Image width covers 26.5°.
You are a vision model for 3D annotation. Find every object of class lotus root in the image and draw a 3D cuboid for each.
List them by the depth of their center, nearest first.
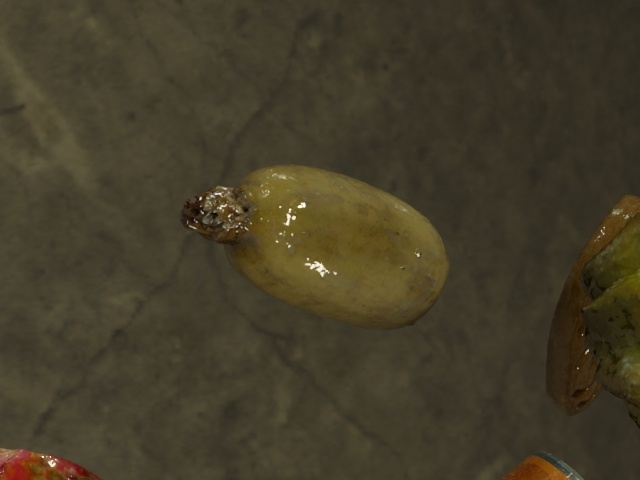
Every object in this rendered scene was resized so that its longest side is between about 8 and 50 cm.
[{"bbox_3d":[0.000,0.000,1.568,0.343,0.151,0.169,20,57,-31],"label":"lotus root"}]

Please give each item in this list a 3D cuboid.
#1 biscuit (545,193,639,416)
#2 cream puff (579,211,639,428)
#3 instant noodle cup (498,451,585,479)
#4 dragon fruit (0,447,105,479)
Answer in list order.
[{"bbox_3d":[0.431,0.091,2.007,0.314,0.063,0.367,-48,150,-26],"label":"biscuit"},{"bbox_3d":[0.324,0.071,1.151,0.244,0.196,0.244,49,15,-17],"label":"cream puff"},{"bbox_3d":[0.243,0.314,1.499,0.125,0.177,0.208,-42,154,-12],"label":"instant noodle cup"},{"bbox_3d":[-0.255,0.313,1.340,0.134,0.212,0.262,-100,175,-46],"label":"dragon fruit"}]
